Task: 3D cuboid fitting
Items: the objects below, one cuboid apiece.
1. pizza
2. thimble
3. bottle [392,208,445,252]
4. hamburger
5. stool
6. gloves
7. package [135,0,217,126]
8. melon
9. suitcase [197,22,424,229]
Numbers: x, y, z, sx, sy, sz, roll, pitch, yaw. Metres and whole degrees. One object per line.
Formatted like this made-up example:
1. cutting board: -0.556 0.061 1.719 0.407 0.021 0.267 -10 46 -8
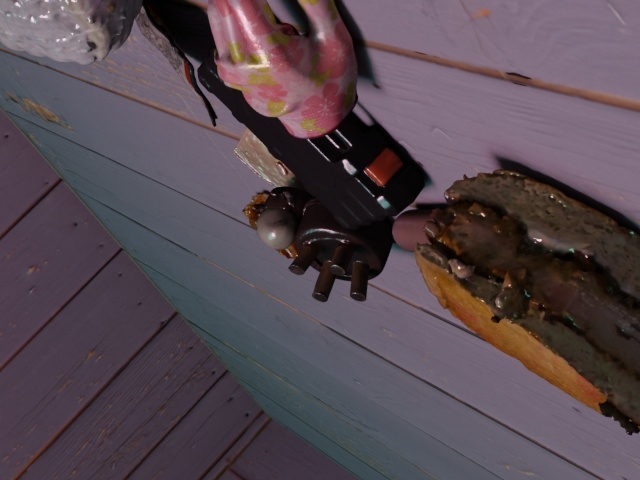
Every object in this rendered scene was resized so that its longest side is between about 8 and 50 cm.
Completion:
1. pizza: -0.040 -0.003 1.912 0.246 0.058 0.127 32 161 32
2. thimble: -0.311 -0.329 1.436 0.250 0.205 0.172 55 166 28
3. bottle: 0.133 -0.010 1.440 0.053 0.053 0.140 48 165 -15
4. hamburger: 0.227 0.057 1.180 0.282 0.155 0.245 44 168 -10
5. stool: 0.000 0.000 1.631 0.217 0.121 0.125 19 152 12
6. gloves: -0.053 -0.213 1.250 0.145 0.126 0.241 30 167 50
7. package: -0.204 -0.262 1.619 0.232 0.040 0.166 50 172 39
8. melon: -0.032 -0.094 1.690 0.182 0.054 0.098 43 150 1
9. suitcase: -0.017 -0.135 1.466 0.285 0.066 0.206 45 165 -7
